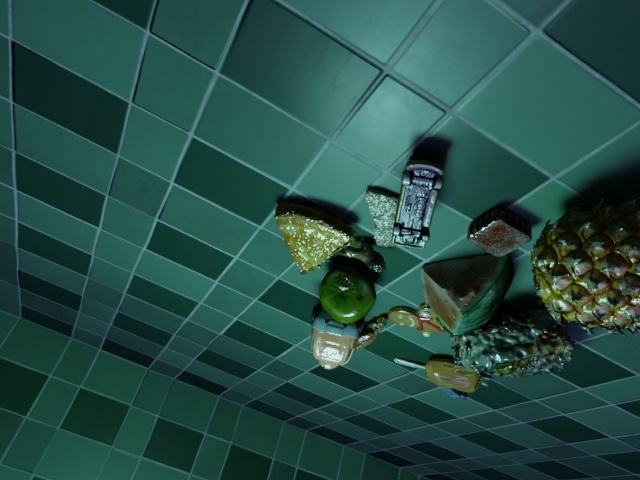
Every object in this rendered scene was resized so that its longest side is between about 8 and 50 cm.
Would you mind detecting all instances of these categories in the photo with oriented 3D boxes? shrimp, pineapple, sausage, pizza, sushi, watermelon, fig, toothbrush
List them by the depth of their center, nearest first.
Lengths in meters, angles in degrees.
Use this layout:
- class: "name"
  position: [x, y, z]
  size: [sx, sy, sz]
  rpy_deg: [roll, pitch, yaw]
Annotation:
- class: "pineapple"
  position: [0.692, 0.074, 1.183]
  size: [0.352, 0.352, 0.300]
  rpy_deg: [37, 145, -26]
- class: "pizza"
  position: [0.000, 0.000, 1.560]
  size: [0.251, 0.074, 0.287]
  rpy_deg: [5, 136, 25]
- class: "watermelon"
  position: [0.451, 0.206, 1.570]
  size: [0.319, 0.222, 0.292]
  rpy_deg: [-4, 136, 26]
- class: "sushi"
  position: [0.642, 0.362, 1.669]
  size: [0.418, 0.175, 0.417]
  rpy_deg: [-3, 156, -2]
- class: "fig"
  position: [0.108, 0.185, 1.754]
  size: [0.203, 0.203, 0.235]
  rpy_deg: [5, 180, 16]
- class: "shrimp"
  position: [0.178, 0.385, 2.001]
  size: [0.152, 0.063, 0.287]
  rpy_deg: [-15, 152, -32]
- class: "sausage"
  position: [0.561, 0.566, 2.091]
  size: [0.241, 0.120, 0.136]
  rpy_deg: [12, 156, 5]
- class: "toothbrush"
  position: [0.532, 0.571, 2.189]
  size: [0.418, 0.040, 0.042]
  rpy_deg: [12, 142, 14]

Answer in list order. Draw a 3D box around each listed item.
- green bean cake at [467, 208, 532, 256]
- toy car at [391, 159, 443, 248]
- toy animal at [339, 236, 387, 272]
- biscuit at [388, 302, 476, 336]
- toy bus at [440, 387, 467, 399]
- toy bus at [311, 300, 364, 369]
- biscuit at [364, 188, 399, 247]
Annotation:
- class: "green bean cake"
  position: [0.496, -0.022, 1.375]
  size: [0.136, 0.056, 0.135]
  rpy_deg: [27, 142, -15]
- class: "toy car"
  position: [0.252, -0.105, 1.302]
  size: [0.101, 0.124, 0.256]
  rpy_deg: [9, 128, 6]
- class: "toy animal"
  position: [0.119, 0.029, 1.587]
  size: [0.220, 0.086, 0.069]
  rpy_deg: [23, 145, 22]
- class: "biscuit"
  position: [0.424, 0.311, 1.864]
  size: [0.340, 0.047, 0.216]
  rpy_deg: [8, 143, 11]
- class: "toy bus"
  position: [0.597, 0.660, 2.247]
  size: [0.167, 0.073, 0.076]
  rpy_deg: [40, 141, -25]
- class: "toy bus"
  position: [0.058, 0.361, 1.867]
  size: [0.194, 0.232, 0.288]
  rpy_deg: [10, 180, 6]
- class: "biscuit"
  position: [0.212, -0.060, 1.457]
  size: [0.133, 0.032, 0.250]
  rpy_deg: [1, 141, 18]
